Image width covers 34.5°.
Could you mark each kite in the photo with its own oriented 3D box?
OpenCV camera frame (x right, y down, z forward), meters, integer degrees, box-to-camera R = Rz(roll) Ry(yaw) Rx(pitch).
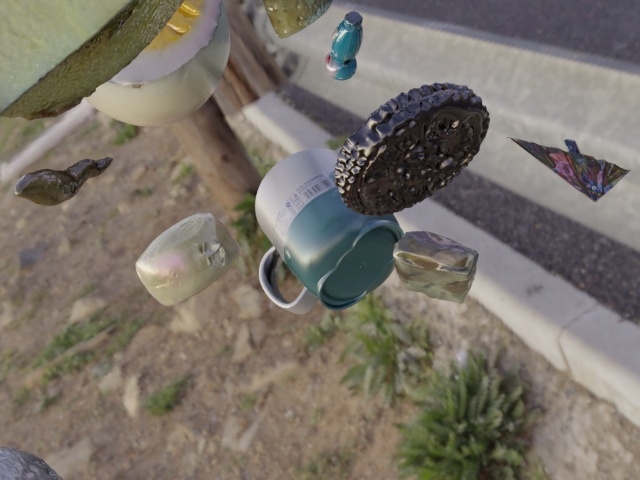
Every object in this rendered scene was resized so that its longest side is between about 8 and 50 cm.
[{"bbox_3d":[0.562,-0.154,2.256,0.321,0.016,0.234,11,40,-15],"label":"kite"}]

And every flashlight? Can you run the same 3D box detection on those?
[{"bbox_3d":[0.039,-0.281,1.487,0.051,0.051,0.129,-42,-14,-29],"label":"flashlight"}]

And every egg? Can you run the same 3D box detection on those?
[{"bbox_3d":[-0.355,-0.395,2.130,0.354,0.355,0.340,-32,-17,-8],"label":"egg"}]

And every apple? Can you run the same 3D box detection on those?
[{"bbox_3d":[-0.311,-0.301,1.351,0.346,0.254,0.179,-45,39,-4],"label":"apple"}]

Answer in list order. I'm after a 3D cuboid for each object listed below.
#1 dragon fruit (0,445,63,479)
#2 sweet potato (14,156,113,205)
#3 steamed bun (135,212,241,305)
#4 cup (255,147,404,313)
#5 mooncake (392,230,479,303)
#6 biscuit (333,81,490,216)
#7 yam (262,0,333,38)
[{"bbox_3d":[-0.463,0.468,1.622,0.221,0.283,0.204,30,51,20],"label":"dragon fruit"},{"bbox_3d":[-0.261,-0.057,1.033,0.041,0.038,0.153,-24,5,24],"label":"sweet potato"},{"bbox_3d":[-0.308,0.047,2.441,0.238,0.170,0.152,-38,19,-15],"label":"steamed bun"},{"bbox_3d":[0.000,0.000,1.915,0.290,0.219,0.258,-50,43,13],"label":"cup"},{"bbox_3d":[0.175,0.033,1.578,0.129,0.125,0.073,14,67,8],"label":"mooncake"},{"bbox_3d":[0.101,-0.099,1.136,0.194,0.194,0.053,-30,62,-4],"label":"biscuit"},{"bbox_3d":[-0.047,-0.391,1.465,0.107,0.194,0.107,-14,32,9],"label":"yam"}]
